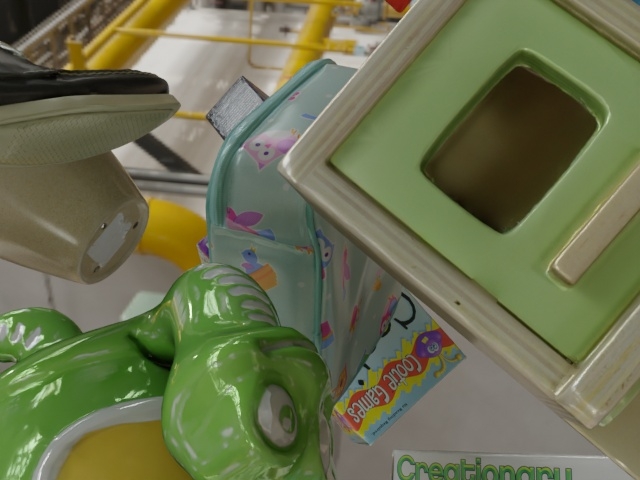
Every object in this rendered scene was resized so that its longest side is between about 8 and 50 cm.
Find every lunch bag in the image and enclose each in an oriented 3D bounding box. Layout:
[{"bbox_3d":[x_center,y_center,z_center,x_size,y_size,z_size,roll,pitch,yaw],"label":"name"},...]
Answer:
[{"bbox_3d":[0.000,0.000,0.731,0.224,0.108,0.279,-55,-26,-45],"label":"lunch bag"}]

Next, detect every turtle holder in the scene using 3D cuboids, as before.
[{"bbox_3d":[-0.075,0.166,0.457,0.243,0.320,0.227,40,-158,-36],"label":"turtle holder"}]

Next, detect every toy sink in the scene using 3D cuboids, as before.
[{"bbox_3d":[0.123,-0.007,0.393,0.153,0.234,0.131,-49,-13,0],"label":"toy sink"}]

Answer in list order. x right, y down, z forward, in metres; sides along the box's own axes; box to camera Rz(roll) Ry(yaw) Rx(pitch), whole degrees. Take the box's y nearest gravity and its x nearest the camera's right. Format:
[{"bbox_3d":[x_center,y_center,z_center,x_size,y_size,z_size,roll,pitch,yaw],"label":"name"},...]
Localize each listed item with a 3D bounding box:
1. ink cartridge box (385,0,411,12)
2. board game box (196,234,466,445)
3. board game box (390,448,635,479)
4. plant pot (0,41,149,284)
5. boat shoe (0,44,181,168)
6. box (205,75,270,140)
[{"bbox_3d":[0.082,-0.322,0.655,0.232,0.189,0.066,-53,26,3],"label":"ink cartridge box"},{"bbox_3d":[0.007,0.076,0.952,0.144,0.275,0.142,-40,-6,-11],"label":"board game box"},{"bbox_3d":[0.222,0.170,0.560,0.193,0.305,0.053,16,-110,-41],"label":"board game box"},{"bbox_3d":[-0.361,-0.070,1.070,0.256,0.274,0.256,-51,-14,-18],"label":"plant pot"},{"bbox_3d":[-0.177,-0.081,0.456,0.233,0.084,0.079,-11,-103,-44],"label":"boat shoe"},{"bbox_3d":[-0.091,-0.181,1.566,0.153,0.108,0.207,32,-165,-52],"label":"box"}]
